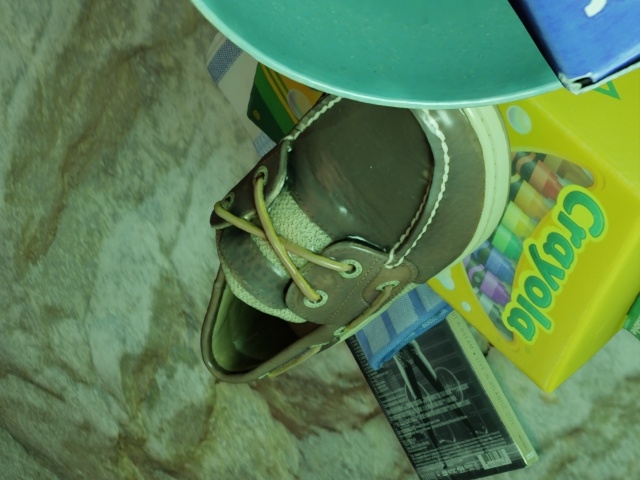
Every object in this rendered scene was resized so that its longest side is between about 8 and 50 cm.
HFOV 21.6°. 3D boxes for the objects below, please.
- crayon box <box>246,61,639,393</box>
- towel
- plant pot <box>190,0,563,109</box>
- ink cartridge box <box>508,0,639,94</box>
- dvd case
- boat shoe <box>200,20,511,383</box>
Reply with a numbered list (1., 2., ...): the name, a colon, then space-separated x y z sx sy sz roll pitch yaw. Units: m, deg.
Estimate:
1. crayon box: 0.104 -0.052 0.976 0.323 0.083 0.203 42 148 18
2. towel: 0.008 -0.059 1.207 0.285 0.034 0.209 62 153 10
3. plant pot: 0.056 -0.234 0.771 0.195 0.290 0.290 -99 6 -46
4. ink cartridge box: 0.040 -0.230 0.447 0.395 0.151 0.270 54 -168 -33
5. dvd case: 0.070 0.082 1.276 0.221 0.018 0.164 61 153 1
6. boat shoe: 0.000 0.000 0.965 0.123 0.123 0.342 50 152 5
